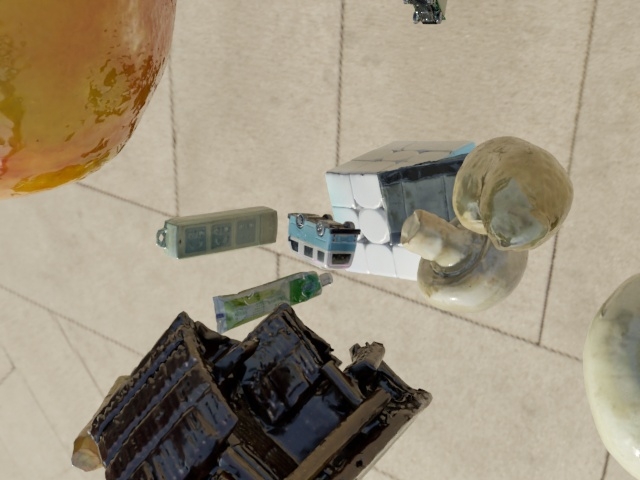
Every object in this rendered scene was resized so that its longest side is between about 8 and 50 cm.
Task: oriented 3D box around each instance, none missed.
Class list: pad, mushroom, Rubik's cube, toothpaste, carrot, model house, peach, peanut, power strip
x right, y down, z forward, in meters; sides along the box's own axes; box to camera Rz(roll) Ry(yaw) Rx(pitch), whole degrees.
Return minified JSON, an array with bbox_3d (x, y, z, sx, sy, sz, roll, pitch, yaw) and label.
[{"bbox_3d":[0.249,-0.087,1.755,0.233,0.022,0.174,-11,108,5],"label":"pad"},{"bbox_3d":[0.238,0.018,1.385,0.209,0.206,0.206,41,130,5],"label":"mushroom"},{"bbox_3d":[0.231,-0.086,2.149,0.291,0.291,0.290,7,116,46],"label":"Rubik's cube"},{"bbox_3d":[-0.084,0.102,1.505,0.047,0.248,0.078,27,127,52],"label":"toothpaste"},{"bbox_3d":[-0.378,0.319,1.464,0.070,0.260,0.070,1,110,3],"label":"carrot"},{"bbox_3d":[0.458,0.150,0.999,0.356,0.315,0.315,38,136,-21],"label":"mushroom"},{"bbox_3d":[-0.081,0.190,0.912,0.282,0.297,0.317,42,87,15],"label":"model house"},{"bbox_3d":[-0.203,-0.155,0.488,0.238,0.281,0.281,-30,90,38],"label":"peach"},{"bbox_3d":[0.237,-0.055,1.015,0.137,0.253,0.122,-44,102,6],"label":"peanut"},{"bbox_3d":[-0.194,-0.017,1.616,0.052,0.272,0.078,19,111,45],"label":"power strip"}]

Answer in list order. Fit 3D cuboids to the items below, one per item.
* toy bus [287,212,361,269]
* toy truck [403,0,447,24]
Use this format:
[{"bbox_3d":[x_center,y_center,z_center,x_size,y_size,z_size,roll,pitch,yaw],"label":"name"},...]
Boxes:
[{"bbox_3d":[0.000,0.000,1.229,0.123,0.060,0.075,21,107,54],"label":"toy bus"},{"bbox_3d":[0.220,-0.505,1.710,0.065,0.147,0.079,6,82,20],"label":"toy truck"}]
